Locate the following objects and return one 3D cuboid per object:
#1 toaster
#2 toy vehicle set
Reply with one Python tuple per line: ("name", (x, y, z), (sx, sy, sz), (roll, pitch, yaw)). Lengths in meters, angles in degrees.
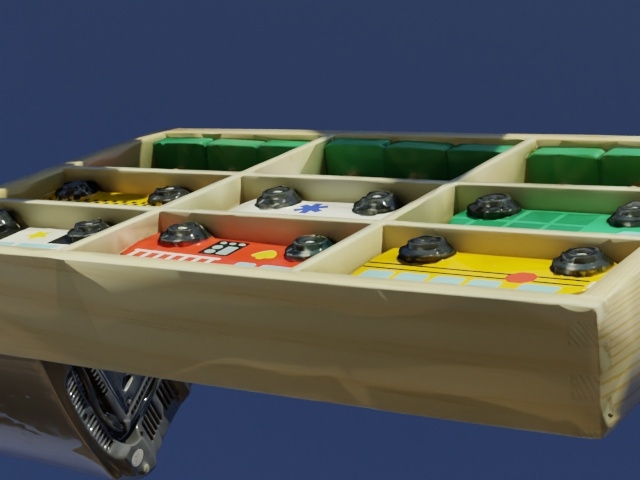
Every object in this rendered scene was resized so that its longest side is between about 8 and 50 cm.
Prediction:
("toaster", (-0.195, 0.066, 0.975), (0.146, 0.129, 0.227), (2, -41, 23))
("toy vehicle set", (0.000, 0.000, 0.467), (0.266, 0.166, 0.035), (4, -71, 33))
